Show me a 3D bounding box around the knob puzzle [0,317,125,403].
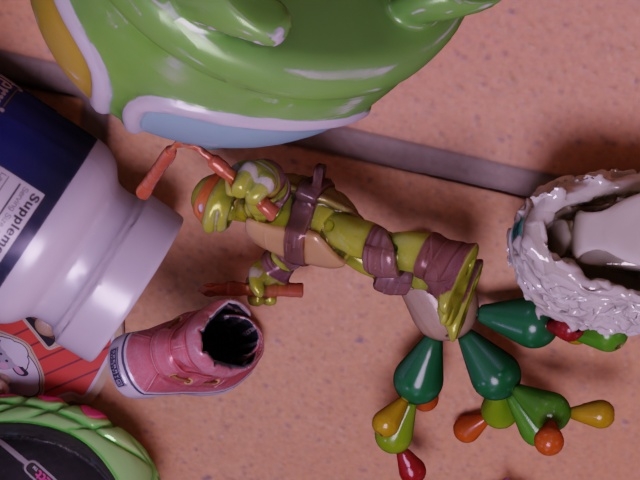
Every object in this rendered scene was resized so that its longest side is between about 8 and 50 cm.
[{"bbox_3d":[-0.239,0.061,1.325,0.213,0.030,0.213,7,124,10],"label":"knob puzzle"}]

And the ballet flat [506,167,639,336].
[{"bbox_3d":[0.315,0.014,1.066,0.409,0.147,0.147,1,123,15],"label":"ballet flat"}]

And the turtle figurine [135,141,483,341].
[{"bbox_3d":[0.000,0.000,1.146,0.217,0.087,0.269,20,159,11],"label":"turtle figurine"}]

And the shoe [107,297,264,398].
[{"bbox_3d":[-0.070,0.077,1.209,0.081,0.178,0.063,-16,84,28],"label":"shoe"}]

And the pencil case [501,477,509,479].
[{"bbox_3d":[0.192,0.272,1.327,0.206,0.086,0.088,37,101,-13],"label":"pencil case"}]

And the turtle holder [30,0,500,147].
[{"bbox_3d":[-0.075,-0.153,0.977,0.243,0.320,0.227,57,145,3],"label":"turtle holder"}]

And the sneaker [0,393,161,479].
[{"bbox_3d":[-0.369,0.244,1.362,0.483,0.202,0.185,-9,138,21],"label":"sneaker"}]

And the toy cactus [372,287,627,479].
[{"bbox_3d":[0.106,0.086,1.220,0.219,0.112,0.180,-28,103,38],"label":"toy cactus"}]

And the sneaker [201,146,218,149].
[{"bbox_3d":[-0.101,-0.109,1.173,0.098,0.038,0.069,17,125,-9],"label":"sneaker"}]

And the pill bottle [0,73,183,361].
[{"bbox_3d":[-0.239,-0.036,1.185,0.265,0.153,0.153,34,125,-9],"label":"pill bottle"}]
